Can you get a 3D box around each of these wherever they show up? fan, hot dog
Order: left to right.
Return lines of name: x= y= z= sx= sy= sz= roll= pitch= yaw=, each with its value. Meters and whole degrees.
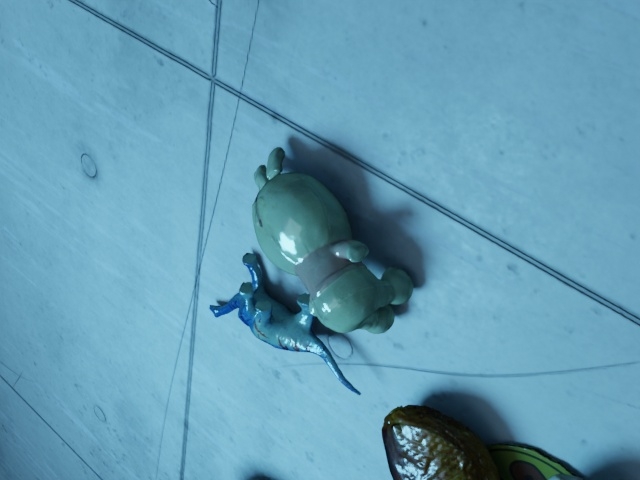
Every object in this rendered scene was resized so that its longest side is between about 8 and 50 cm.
hot dog: x=0.153 y=0.315 z=0.880 sx=0.160 sy=0.099 sz=0.227 roll=-5 pitch=105 yaw=51
fan: x=0.298 y=0.337 z=0.832 sx=0.230 sy=0.011 sz=0.335 roll=52 pitch=137 yaw=7

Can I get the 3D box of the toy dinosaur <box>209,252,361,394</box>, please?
toy dinosaur: x=-0.075 y=0.111 z=1.002 sx=0.329 sy=0.076 sz=0.144 roll=20 pitch=133 yaw=37

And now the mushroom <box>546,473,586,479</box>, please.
mushroom: x=0.276 y=0.341 z=0.783 sx=0.097 sy=0.088 sz=0.213 roll=9 pitch=131 yaw=4

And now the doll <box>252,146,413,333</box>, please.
doll: x=-0.006 y=0.008 z=0.847 sx=0.275 sy=0.113 sz=0.155 roll=49 pitch=140 yaw=8
